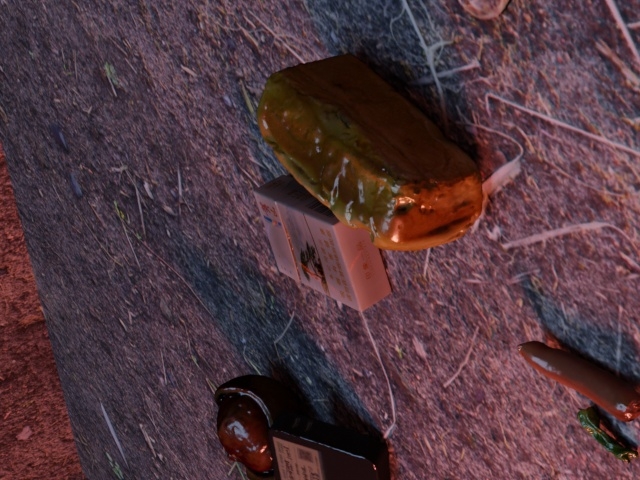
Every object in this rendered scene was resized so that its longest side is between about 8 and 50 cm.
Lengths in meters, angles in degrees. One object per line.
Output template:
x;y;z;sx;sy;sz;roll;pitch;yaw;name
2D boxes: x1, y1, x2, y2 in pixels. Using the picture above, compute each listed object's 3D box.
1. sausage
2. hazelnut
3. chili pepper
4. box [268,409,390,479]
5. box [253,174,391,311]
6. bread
0.305;0.161;1.505;0.177;0.047;0.040;31;125;48;sausage
-0.107;0.346;2.356;0.170;0.160;0.202;105;150;-57;hazelnut
0.339;0.234;1.537;0.091;0.030;0.034;46;126;26;chili pepper
0.024;0.450;2.244;0.211;0.058;0.350;16;135;23;box
-0.001;0.000;1.909;0.233;0.067;0.149;24;136;54;box
0.060;-0.107;1.569;0.294;0.167;0.132;46;128;34;bread
